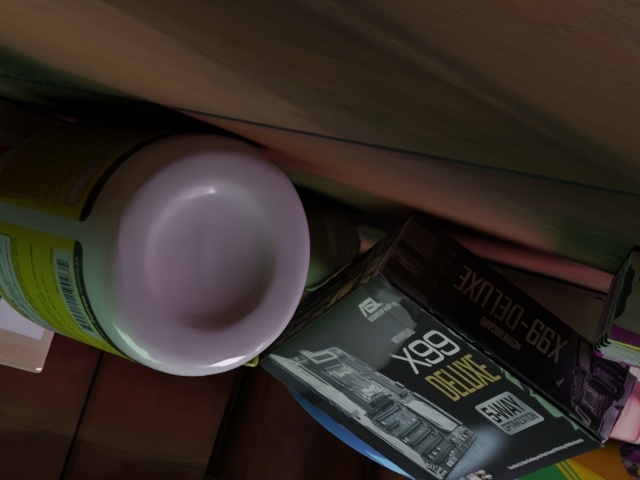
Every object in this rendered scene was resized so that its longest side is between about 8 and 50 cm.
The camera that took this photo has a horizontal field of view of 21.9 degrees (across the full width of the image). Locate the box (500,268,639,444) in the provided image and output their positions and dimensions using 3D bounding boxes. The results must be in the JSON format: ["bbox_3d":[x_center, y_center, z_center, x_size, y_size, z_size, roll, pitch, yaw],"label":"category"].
[{"bbox_3d":[0.258,0.122,1.666,0.149,0.126,0.232,15,175,21],"label":"box"}]

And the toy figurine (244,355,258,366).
[{"bbox_3d":[-0.232,0.004,1.816,0.363,0.191,0.217,13,169,37],"label":"toy figurine"}]

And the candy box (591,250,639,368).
[{"bbox_3d":[0.296,0.073,1.262,0.159,0.071,0.233,16,175,9],"label":"candy box"}]

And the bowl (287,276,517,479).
[{"bbox_3d":[0.137,0.168,2.054,0.391,0.077,0.391,20,-157,-9],"label":"bowl"}]

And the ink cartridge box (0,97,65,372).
[{"bbox_3d":[-0.321,-0.015,1.527,0.193,0.234,0.088,19,175,-32],"label":"ink cartridge box"}]

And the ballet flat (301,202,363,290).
[{"bbox_3d":[0.000,0.000,1.569,0.086,0.086,0.248,17,177,2],"label":"ballet flat"}]

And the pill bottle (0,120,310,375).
[{"bbox_3d":[-0.168,-0.004,1.372,0.188,0.187,0.334,20,175,-33],"label":"pill bottle"}]

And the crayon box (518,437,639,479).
[{"bbox_3d":[0.332,0.219,1.811,0.319,0.081,0.202,30,-136,35],"label":"crayon box"}]

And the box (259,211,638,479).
[{"bbox_3d":[0.104,0.117,1.498,0.242,0.076,0.307,37,153,-7],"label":"box"}]
